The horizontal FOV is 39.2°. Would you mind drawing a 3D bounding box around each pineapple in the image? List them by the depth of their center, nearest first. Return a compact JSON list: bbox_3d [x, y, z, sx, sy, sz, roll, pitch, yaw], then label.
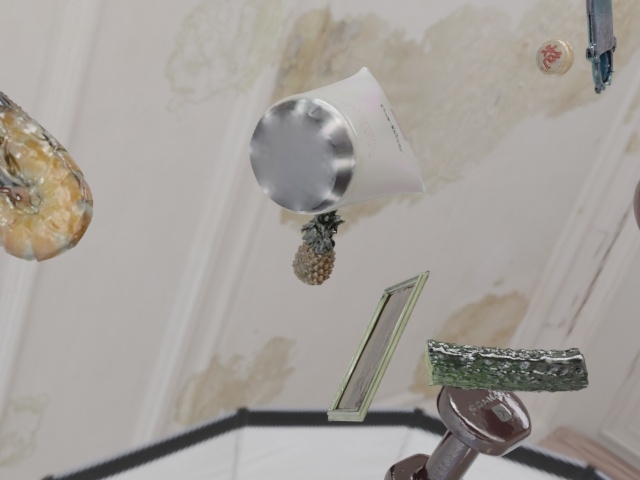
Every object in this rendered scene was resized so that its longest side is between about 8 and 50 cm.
[{"bbox_3d":[0.000,0.000,1.476,0.074,0.074,0.159,-26,-36,-39],"label":"pineapple"}]

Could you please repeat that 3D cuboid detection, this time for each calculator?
[{"bbox_3d":[0.353,-0.258,1.134,0.094,0.019,0.141,-30,-63,-49],"label":"calculator"}]

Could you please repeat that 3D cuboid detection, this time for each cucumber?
[{"bbox_3d":[0.215,0.148,1.046,0.058,0.187,0.058,3,-90,-86],"label":"cucumber"}]

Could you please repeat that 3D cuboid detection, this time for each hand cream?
[{"bbox_3d":[0.041,-0.113,1.033,0.118,0.185,0.359,-28,1,24],"label":"hand cream"}]

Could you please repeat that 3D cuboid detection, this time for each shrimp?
[{"bbox_3d":[-0.444,-0.098,1.303,0.164,0.317,0.062,-37,-20,-5],"label":"shrimp"}]

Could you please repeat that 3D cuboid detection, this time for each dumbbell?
[{"bbox_3d":[0.191,0.304,1.279,0.140,0.124,0.225,-13,-42,-44],"label":"dumbbell"}]

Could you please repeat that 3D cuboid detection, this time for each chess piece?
[{"bbox_3d":[0.506,-0.394,1.939,0.038,0.084,0.083,0,-62,-42],"label":"chess piece"}]

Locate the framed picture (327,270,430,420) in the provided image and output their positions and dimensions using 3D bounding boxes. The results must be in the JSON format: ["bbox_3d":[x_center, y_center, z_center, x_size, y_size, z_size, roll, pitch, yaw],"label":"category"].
[{"bbox_3d":[0.086,0.170,1.429,0.252,0.014,0.197,-64,8,-16],"label":"framed picture"}]

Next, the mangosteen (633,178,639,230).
[{"bbox_3d":[0.529,-0.054,1.220,0.200,0.200,0.200,-33,-39,-32],"label":"mangosteen"}]
